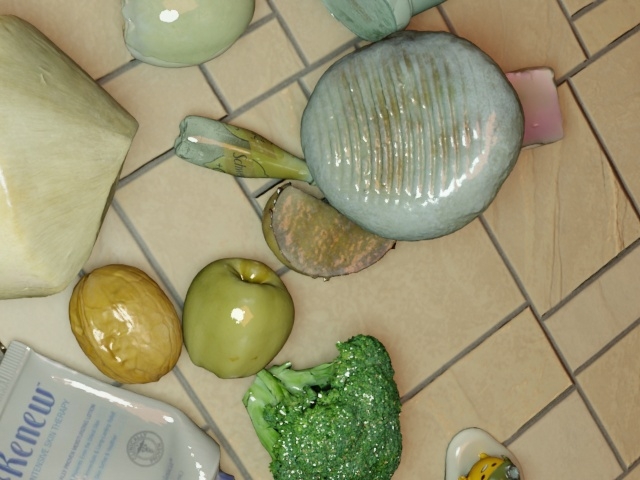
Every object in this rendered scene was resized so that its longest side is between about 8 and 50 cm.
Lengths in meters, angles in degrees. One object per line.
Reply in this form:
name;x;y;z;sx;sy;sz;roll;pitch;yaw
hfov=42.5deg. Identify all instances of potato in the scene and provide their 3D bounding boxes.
potato;0.000;0.000;1.431;0.243;0.098;0.138;23;84;-21

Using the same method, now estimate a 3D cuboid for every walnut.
walnut;-0.305;0.134;1.294;0.159;0.159;0.206;-32;102;-16

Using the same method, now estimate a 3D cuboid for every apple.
apple;-0.137;0.125;1.340;0.200;0.200;0.200;0;90;-19

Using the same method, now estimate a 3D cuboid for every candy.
candy;0.312;-0.230;1.528;0.265;0.116;0.155;-14;93;-18

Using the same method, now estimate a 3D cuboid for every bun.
bun;0.149;-0.169;1.346;0.362;0.211;0.361;-1;86;19

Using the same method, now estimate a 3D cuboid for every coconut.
coconut;-0.448;-0.106;1.151;0.415;0.344;0.415;1;106;3

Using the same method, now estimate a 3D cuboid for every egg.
egg;-0.210;-0.369;1.315;0.217;0.183;0.183;-8;92;-12

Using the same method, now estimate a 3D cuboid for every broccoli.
broccoli;0.013;0.295;1.363;0.275;0.308;0.308;33;77;23

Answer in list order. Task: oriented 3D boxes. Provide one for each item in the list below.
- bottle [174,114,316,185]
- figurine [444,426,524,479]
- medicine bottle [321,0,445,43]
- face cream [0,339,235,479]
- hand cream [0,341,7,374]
bottle;-0.111;-0.143;1.400;0.270;0.083;0.083;14;85;-20
figurine;0.340;0.475;1.522;0.166;0.141;0.250;-38;101;-17
medicine bottle;0.146;-0.502;1.409;0.245;0.245;0.290;42;77;-14
face cream;-0.336;0.341;1.314;0.420;0.137;0.234;23;93;-8
hand cream;-0.541;0.157;1.280;0.062;0.039;0.163;-38;107;-17
